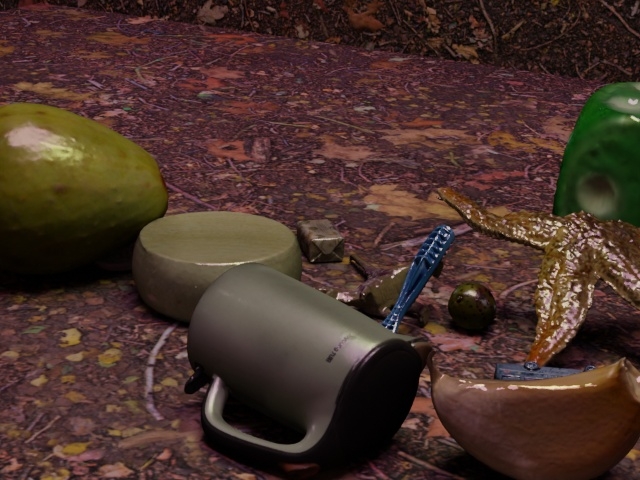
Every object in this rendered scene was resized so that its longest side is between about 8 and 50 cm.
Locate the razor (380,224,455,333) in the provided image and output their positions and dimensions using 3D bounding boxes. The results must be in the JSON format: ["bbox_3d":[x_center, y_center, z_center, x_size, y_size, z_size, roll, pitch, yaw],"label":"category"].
[{"bbox_3d":[0.120,0.074,1.674,0.082,0.042,0.253,15,55,31],"label":"razor"}]

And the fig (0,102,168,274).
[{"bbox_3d":[-0.393,-0.073,1.790,0.326,0.258,0.258,3,20,-10],"label":"fig"}]

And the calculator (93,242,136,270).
[{"bbox_3d":[-0.294,0.015,1.900,0.103,0.024,0.166,18,27,34],"label":"calculator"}]

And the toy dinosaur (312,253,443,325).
[{"bbox_3d":[0.086,0.060,1.786,0.200,0.072,0.251,4,27,24],"label":"toy dinosaur"}]

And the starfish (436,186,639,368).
[{"bbox_3d":[0.378,0.059,1.686,0.398,0.132,0.383,10,43,-9],"label":"starfish"}]

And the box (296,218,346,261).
[{"bbox_3d":[0.000,0.000,1.960,0.062,0.045,0.098,-4,23,-17],"label":"box"}]

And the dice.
[{"bbox_3d":[0.570,-0.094,1.972,0.300,0.287,0.297,17,27,30],"label":"dice"}]

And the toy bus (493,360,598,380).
[{"bbox_3d":[0.302,0.191,1.500,0.166,0.047,0.065,5,25,6],"label":"toy bus"}]

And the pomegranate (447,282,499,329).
[{"bbox_3d":[0.227,0.098,1.712,0.085,0.073,0.073,20,18,-12],"label":"pomegranate"}]

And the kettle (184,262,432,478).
[{"bbox_3d":[-0.032,0.162,1.397,0.255,0.165,0.240,25,58,36],"label":"kettle"}]

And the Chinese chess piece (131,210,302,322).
[{"bbox_3d":[-0.152,0.037,1.752,0.250,0.101,0.250,3,20,-1],"label":"Chinese chess piece"}]

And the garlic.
[{"bbox_3d":[0.242,0.189,1.330,0.245,0.164,0.145,1,37,8],"label":"garlic"}]
